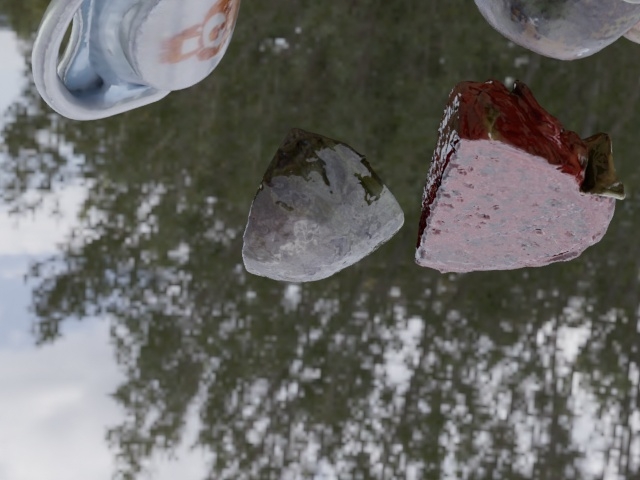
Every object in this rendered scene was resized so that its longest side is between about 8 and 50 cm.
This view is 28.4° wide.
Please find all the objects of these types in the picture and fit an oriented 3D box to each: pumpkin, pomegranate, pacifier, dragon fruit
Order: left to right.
[{"bbox_3d":[-0.168,-0.230,1.026,0.227,0.279,0.207,-31,-112,-30],"label":"pacifier"},{"bbox_3d":[0.000,0.000,1.634,0.169,0.148,0.312,28,162,8],"label":"pumpkin"},{"bbox_3d":[0.228,-0.085,1.424,0.205,0.152,0.317,10,153,-2],"label":"dragon fruit"},{"bbox_3d":[0.367,-0.356,1.709,0.340,0.285,0.285,26,177,-31],"label":"pomegranate"}]

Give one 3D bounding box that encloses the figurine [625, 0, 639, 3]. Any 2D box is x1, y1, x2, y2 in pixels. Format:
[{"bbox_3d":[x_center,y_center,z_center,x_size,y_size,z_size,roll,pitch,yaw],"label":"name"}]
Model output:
[{"bbox_3d":[0.405,-0.362,1.407,0.240,0.116,0.175,-28,-134,-16],"label":"figurine"}]
